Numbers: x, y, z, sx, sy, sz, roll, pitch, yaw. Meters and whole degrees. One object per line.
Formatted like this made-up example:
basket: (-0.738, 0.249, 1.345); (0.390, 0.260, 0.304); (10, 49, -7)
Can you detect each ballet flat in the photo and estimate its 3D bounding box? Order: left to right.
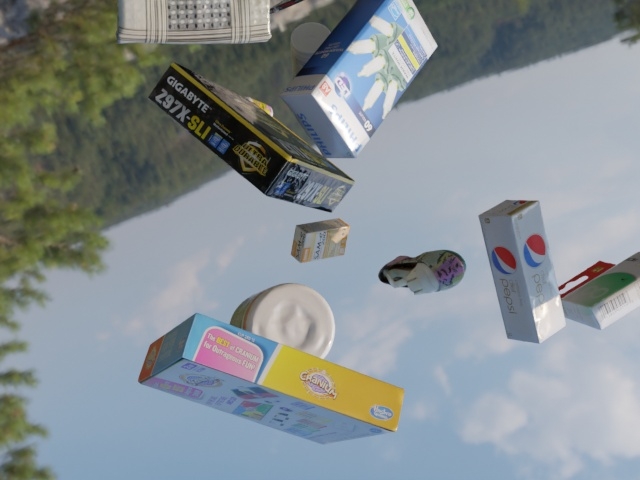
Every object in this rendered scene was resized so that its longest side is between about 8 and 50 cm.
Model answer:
ballet flat: (0.171, 0.062, 1.611); (0.079, 0.076, 0.221); (-28, -171, -23)

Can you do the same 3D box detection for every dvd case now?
dvd case: (-0.040, -0.490, 1.842); (0.120, 0.013, 0.087); (-17, -161, 26)

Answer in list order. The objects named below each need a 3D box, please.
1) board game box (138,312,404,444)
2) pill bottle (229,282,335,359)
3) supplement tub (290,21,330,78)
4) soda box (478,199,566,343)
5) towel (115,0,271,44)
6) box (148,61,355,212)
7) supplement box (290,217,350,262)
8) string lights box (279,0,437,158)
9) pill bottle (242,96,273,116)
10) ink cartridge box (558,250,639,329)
board game box: (-0.076, 0.207, 1.303); (0.242, 0.317, 0.064); (-33, -141, 60)
pill bottle: (-0.094, 0.188, 1.884); (0.176, 0.176, 0.318); (-24, 179, -17)
supplement tub: (-0.014, -0.305, 1.533); (0.071, 0.071, 0.107); (-23, 152, -11)
soda box: (0.316, 0.048, 1.429); (0.074, 0.216, 0.069); (-26, -162, -34)
towel: (-0.225, -0.525, 1.682); (0.312, 0.324, 0.056); (-5, -160, -23)
box: (-0.101, -0.160, 1.508); (0.079, 0.257, 0.322); (-52, 163, 10)
supplement box: (0.000, 0.000, 1.630); (0.099, 0.062, 0.036); (-11, -146, -35)
string lights box: (0.063, -0.262, 1.406); (0.077, 0.133, 0.259); (6, -128, 47)
pill bottle: (-0.135, -0.253, 1.774); (0.043, 0.043, 0.083); (-13, 161, 39)
ink cartridge box: (0.496, 0.076, 1.638); (0.181, 0.056, 0.225); (-29, -162, -14)
